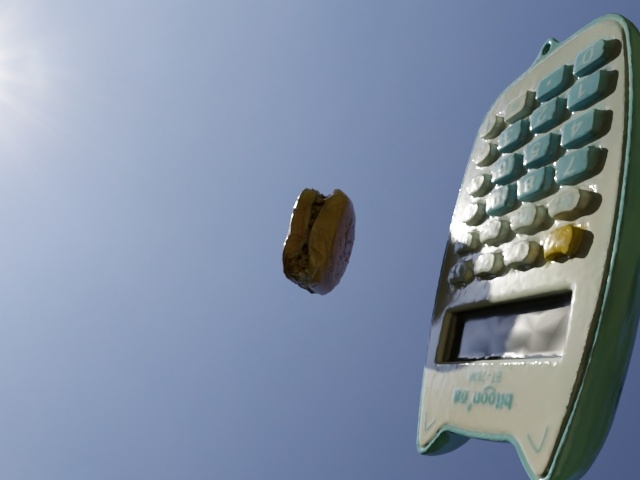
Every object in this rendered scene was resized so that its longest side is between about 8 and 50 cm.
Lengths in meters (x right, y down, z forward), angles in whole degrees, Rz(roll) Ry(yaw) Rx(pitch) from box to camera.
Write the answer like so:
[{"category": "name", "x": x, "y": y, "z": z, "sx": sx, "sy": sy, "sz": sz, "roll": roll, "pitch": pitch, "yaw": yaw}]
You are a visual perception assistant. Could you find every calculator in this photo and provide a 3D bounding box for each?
[{"category": "calculator", "x": 0.175, "y": -0.004, "z": 0.529, "sx": 0.054, "sy": 0.256, "sz": 0.386, "roll": 15, "pitch": -106, "yaw": -13}]

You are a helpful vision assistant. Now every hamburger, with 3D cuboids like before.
[{"category": "hamburger", "x": 0.000, "y": 0.000, "z": 0.878, "sx": 0.083, "sy": 0.138, "sz": 0.147, "roll": 14, "pitch": -105, "yaw": 12}]
